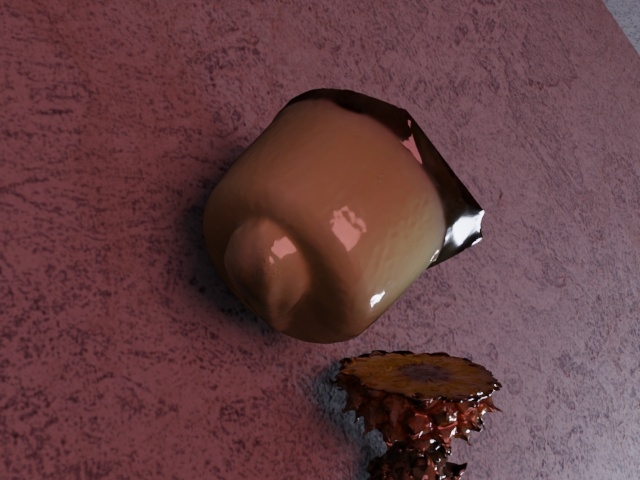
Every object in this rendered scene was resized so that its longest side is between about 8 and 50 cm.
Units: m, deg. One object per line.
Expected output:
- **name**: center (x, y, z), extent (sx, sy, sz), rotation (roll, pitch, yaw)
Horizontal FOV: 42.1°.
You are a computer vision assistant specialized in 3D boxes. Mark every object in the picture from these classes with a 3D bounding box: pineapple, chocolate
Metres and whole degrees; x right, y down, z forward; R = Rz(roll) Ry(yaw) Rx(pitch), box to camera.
- **pineapple**: center (0.133, 0.322, 1.235), extent (0.262, 0.262, 0.272), rotation (-4, 100, -43)
- **chocolate**: center (0.000, 0.000, 1.150), extent (0.326, 0.314, 0.297), rotation (47, 57, -24)
